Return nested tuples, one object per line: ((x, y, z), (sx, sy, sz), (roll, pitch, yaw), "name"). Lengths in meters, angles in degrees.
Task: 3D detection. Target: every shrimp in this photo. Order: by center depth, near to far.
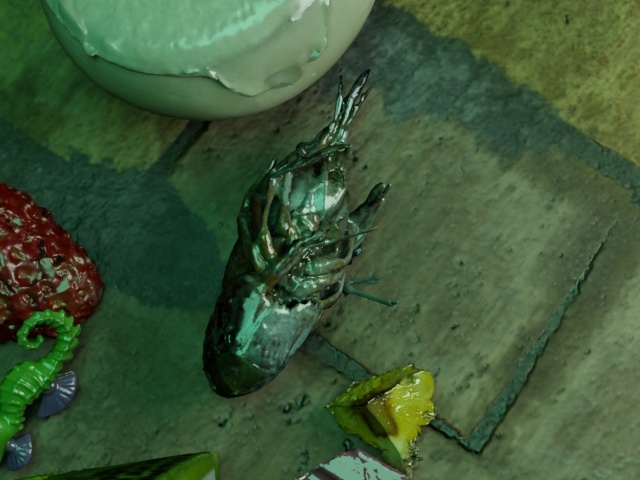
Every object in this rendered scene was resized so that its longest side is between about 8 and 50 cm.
((-0.001, 0.002, 1.513), (0.172, 0.137, 0.372), (32, 87, -22), "shrimp")

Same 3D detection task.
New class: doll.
((-0.314, 0.155, 1.514), (0.190, 0.115, 0.050), (-53, 38, -7), "doll")

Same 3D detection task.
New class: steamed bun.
((-0.107, -0.298, 1.545), (0.374, 0.241, 0.374), (-3, 76, 12), "steamed bun")

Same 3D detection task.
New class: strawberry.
((-0.353, 0.019, 1.557), (0.236, 0.111, 0.190), (17, 75, 12), "strawberry")

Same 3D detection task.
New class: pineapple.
((0.072, 0.187, 1.472), (0.114, 0.077, 0.114), (-25, 85, 5), "pineapple")

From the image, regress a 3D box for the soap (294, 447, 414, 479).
((0.061, 0.307, 1.420), (0.250, 0.099, 0.162), (30, 80, 14), "soap")

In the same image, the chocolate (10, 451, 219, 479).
((-0.248, 0.291, 1.371), (0.288, 0.301, 0.137), (-10, 86, 5), "chocolate")
